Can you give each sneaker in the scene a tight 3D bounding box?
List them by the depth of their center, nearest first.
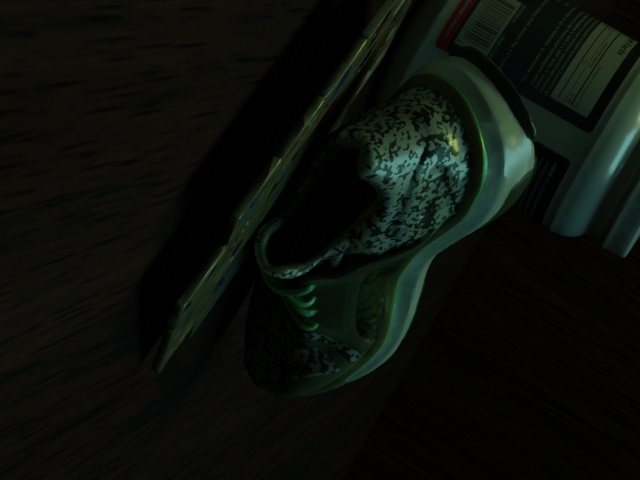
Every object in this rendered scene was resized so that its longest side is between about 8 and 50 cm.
[{"bbox_3d":[0.000,0.000,1.602,0.182,0.158,0.410,-14,151,-37],"label":"sneaker"}]

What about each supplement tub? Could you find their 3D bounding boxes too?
[{"bbox_3d":[0.205,-0.123,1.812,0.191,0.272,0.191,-56,171,-14],"label":"supplement tub"}]

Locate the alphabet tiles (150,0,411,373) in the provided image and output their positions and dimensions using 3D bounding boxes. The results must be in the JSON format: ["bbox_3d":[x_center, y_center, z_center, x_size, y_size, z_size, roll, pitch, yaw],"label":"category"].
[{"bbox_3d":[-0.025,-0.056,1.514,0.342,0.011,0.285,-55,177,-22],"label":"alphabet tiles"}]
